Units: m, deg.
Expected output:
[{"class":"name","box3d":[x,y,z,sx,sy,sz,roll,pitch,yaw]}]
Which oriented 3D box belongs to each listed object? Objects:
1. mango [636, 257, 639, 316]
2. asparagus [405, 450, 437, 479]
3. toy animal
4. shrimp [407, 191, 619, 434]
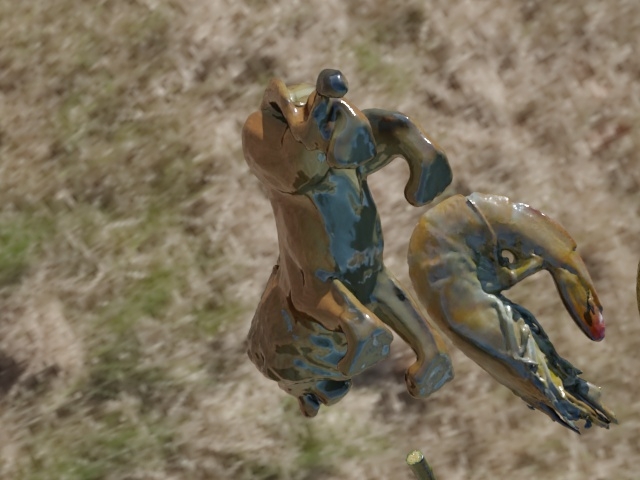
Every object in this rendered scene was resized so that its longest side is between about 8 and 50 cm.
[{"class":"mango","box3d":[0.389,0.044,1.049,0.220,0.445,0.301,-41,111,-26]},{"class":"asparagus","box3d":[0.097,0.207,1.329,0.018,0.015,0.127,-43,138,-10]},{"class":"toy animal","box3d":[0.000,0.000,1.027,0.097,0.157,0.312,-32,131,-33]},{"class":"shrimp","box3d":[0.172,0.058,1.341,0.236,0.133,0.053,48,10,3]}]
